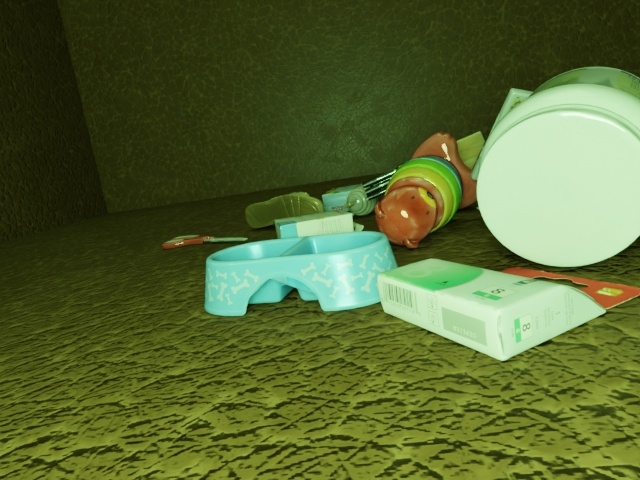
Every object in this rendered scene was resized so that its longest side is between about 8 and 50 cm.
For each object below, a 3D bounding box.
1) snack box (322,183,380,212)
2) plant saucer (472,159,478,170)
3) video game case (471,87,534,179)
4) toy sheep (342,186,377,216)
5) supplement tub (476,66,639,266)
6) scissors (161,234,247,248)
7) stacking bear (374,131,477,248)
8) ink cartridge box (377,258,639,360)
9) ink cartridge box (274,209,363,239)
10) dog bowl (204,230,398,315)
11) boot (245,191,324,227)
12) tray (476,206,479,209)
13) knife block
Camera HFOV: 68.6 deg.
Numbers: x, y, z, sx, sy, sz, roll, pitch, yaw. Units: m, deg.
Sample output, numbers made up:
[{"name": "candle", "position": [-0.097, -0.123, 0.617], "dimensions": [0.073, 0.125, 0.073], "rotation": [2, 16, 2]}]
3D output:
[{"name": "snack box", "position": [0.108, -0.141, 1.535], "dimensions": [0.174, 0.070, 0.207], "rotation": [-7, 12, 11]}, {"name": "plant saucer", "position": [0.587, -0.208, 1.424], "dimensions": [0.332, 0.084, 0.332], "rotation": [-5, 10, 1]}, {"name": "video game case", "position": [0.428, -0.183, 0.905], "dimensions": [0.212, 0.193, 0.023], "rotation": [9, 43, -4]}, {"name": "toy sheep", "position": [0.113, -0.109, 1.332], "dimensions": [0.091, 0.091, 0.132], "rotation": [-2, 16, 33]}, {"name": "supplement tub", "position": [0.374, -0.119, 0.692], "dimensions": [0.235, 0.235, 0.325], "rotation": [-1, 22, 35]}, {"name": "scissors", "position": [-0.305, -0.006, 1.292], "dimensions": [0.297, 0.021, 0.109], "rotation": [-6, 9, 23]}, {"name": "stacking bear", "position": [0.201, -0.083, 0.944], "dimensions": [0.164, 0.175, 0.289], "rotation": [-36, 3, 38]}, {"name": "ink cartridge box", "position": [0.205, 0.047, 0.517], "dimensions": [0.224, 0.056, 0.181], "rotation": [-16, 13, -25]}, {"name": "ink cartridge box", "position": [0.000, 0.000, 0.824], "dimensions": [0.143, 0.090, 0.092], "rotation": [-10, 11, -10]}, {"name": "dog bowl", "position": [-0.032, 0.042, 0.678], "dimensions": [0.297, 0.074, 0.166], "rotation": [-5, 11, 17]}, {"name": "boot", "position": [-0.065, -0.097, 1.392], "dimensions": [0.262, 0.095, 0.203], "rotation": [-7, 9, 34]}, {"name": "tray", "position": [0.468, -0.065, 0.946], "dimensions": [0.145, 0.030, 0.270], "rotation": [-16, 13, -29]}, {"name": "knife block", "position": [0.247, -0.178, 1.191], "dimensions": [0.242, 0.276, 0.088], "rotation": [22, 14, 3]}]
